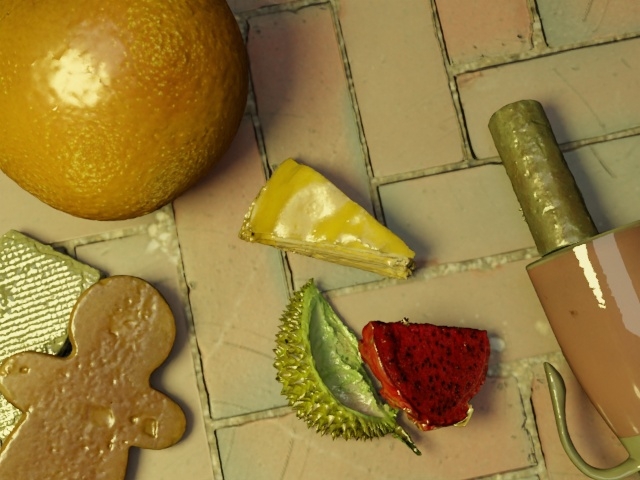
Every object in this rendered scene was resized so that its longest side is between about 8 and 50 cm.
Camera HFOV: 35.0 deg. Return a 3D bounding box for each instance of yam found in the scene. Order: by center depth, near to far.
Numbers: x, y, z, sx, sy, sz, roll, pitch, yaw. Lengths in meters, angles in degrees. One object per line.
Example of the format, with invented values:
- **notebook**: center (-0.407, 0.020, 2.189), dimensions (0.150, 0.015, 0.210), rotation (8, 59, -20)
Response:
- **yam**: center (0.235, -0.064, 1.086), dimensions (0.068, 0.068, 0.169), rotation (-18, 73, -4)

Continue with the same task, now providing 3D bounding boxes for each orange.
- **orange**: center (-0.204, -0.155, 1.000), dimensions (0.274, 0.274, 0.274), rotation (0, 79, -1)

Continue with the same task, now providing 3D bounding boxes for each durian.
- **durian**: center (0.016, 0.144, 1.041), dimensions (0.100, 0.086, 0.215), rotation (-27, 79, -19)

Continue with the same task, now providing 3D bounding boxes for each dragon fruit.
- **dragon fruit**: center (0.095, 0.140, 1.024), dimensions (0.162, 0.083, 0.106), rotation (9, 66, -40)

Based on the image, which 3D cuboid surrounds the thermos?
- **thermos**: center (0.307, 0.126, 1.014), dimensions (0.176, 0.146, 0.265), rotation (-19, 82, 5)

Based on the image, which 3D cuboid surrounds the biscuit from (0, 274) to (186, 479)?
- **biscuit**: center (-0.238, 0.179, 1.030), dimensions (0.197, 0.049, 0.301), rotation (22, 82, -18)

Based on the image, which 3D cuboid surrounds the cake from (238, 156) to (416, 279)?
- **cake**: center (0.001, -0.001, 1.066), dimensions (0.116, 0.080, 0.185), rotation (-42, 87, -10)

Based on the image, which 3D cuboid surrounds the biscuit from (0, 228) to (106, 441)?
- **biscuit**: center (-0.322, 0.097, 1.062), dimensions (0.121, 0.040, 0.199), rotation (26, 81, 6)
